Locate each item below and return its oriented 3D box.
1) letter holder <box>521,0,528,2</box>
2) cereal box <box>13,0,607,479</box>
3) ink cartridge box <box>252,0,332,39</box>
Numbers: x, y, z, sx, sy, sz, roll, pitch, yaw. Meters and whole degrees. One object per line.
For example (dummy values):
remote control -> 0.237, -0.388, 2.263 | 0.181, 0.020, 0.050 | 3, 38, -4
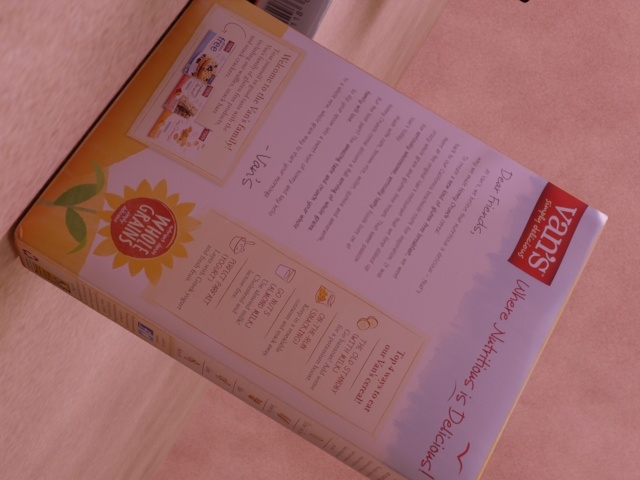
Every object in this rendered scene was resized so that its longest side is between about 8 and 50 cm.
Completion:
letter holder -> 0.225, -0.411, 1.057 | 0.214, 0.152, 0.302 | -60, 178, -4
cereal box -> 0.000, 0.000, 0.510 | 0.173, 0.240, 0.047 | -57, 177, -23
ink cartridge box -> -0.005, -0.190, 0.652 | 0.145, 0.045, 0.179 | -60, -165, 26
